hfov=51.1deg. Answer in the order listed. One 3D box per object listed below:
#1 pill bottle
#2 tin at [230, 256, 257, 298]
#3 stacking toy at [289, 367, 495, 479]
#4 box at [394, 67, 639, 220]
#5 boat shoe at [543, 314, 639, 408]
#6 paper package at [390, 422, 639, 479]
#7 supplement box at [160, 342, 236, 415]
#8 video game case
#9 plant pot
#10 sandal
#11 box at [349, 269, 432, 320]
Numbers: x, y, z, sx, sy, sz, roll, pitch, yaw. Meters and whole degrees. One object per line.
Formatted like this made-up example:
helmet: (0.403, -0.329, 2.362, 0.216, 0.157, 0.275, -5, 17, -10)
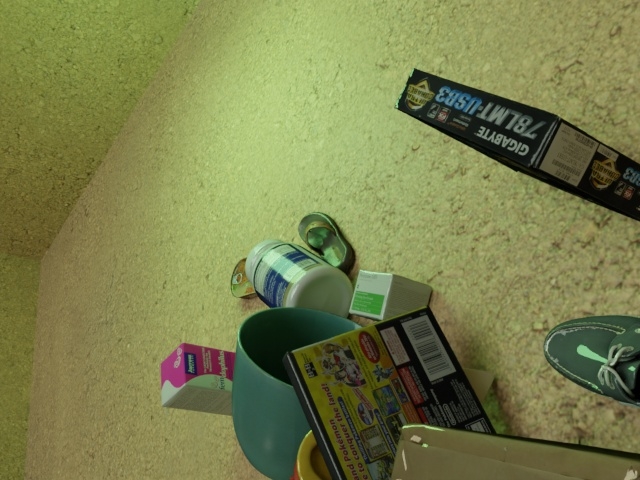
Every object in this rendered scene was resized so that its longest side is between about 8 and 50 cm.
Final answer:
pill bottle: (-0.056, 0.091, 1.442, 0.265, 0.153, 0.153, 31, 101, 57)
tin: (-0.168, 0.092, 1.703, 0.190, 0.040, 0.106, -18, 57, 50)
stacking toy: (0.119, 0.306, 1.021, 0.130, 0.309, 0.279, 116, 171, -55)
box: (0.296, -0.127, 0.926, 0.295, 0.294, 0.073, 40, 107, 53)
boat shoe: (0.400, 0.151, 0.825, 0.320, 0.099, 0.116, 11, 85, 56)
paper package: (0.289, 0.306, 0.711, 0.310, 0.325, 0.168, -9, 67, 53)
supplement box: (-0.245, 0.325, 1.542, 0.114, 0.220, 0.111, -44, 44, 35)
video game case: (0.110, 0.249, 0.954, 0.274, 0.249, 0.035, 65, 154, 22)
plant pot: (-0.030, 0.293, 1.215, 0.293, 0.293, 0.235, 45, 125, 53)
sandal: (0.000, 0.000, 1.487, 0.090, 0.060, 0.219, -59, 37, 19)
box: (0.128, 0.109, 1.223, 0.101, 0.102, 0.087, 4, 77, 56)
